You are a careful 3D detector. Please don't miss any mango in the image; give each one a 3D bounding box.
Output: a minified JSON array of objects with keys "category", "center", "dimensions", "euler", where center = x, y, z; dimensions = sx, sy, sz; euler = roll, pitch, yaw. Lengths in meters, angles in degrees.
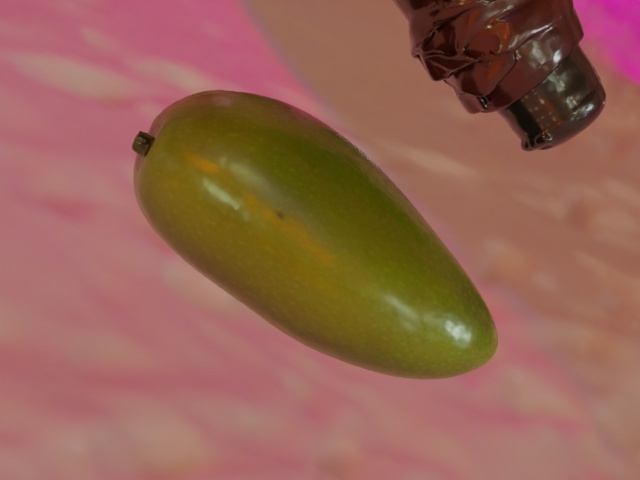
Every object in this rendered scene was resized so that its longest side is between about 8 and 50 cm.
[{"category":"mango","center":[0.000,0.000,1.623],"dimensions":[0.343,0.156,0.192],"euler":[37,27,5]}]

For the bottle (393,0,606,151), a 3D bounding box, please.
[{"category":"bottle","center":[0.135,-0.200,1.627],"dimensions":[0.156,0.143,0.271],"euler":[-41,99,-30]}]
